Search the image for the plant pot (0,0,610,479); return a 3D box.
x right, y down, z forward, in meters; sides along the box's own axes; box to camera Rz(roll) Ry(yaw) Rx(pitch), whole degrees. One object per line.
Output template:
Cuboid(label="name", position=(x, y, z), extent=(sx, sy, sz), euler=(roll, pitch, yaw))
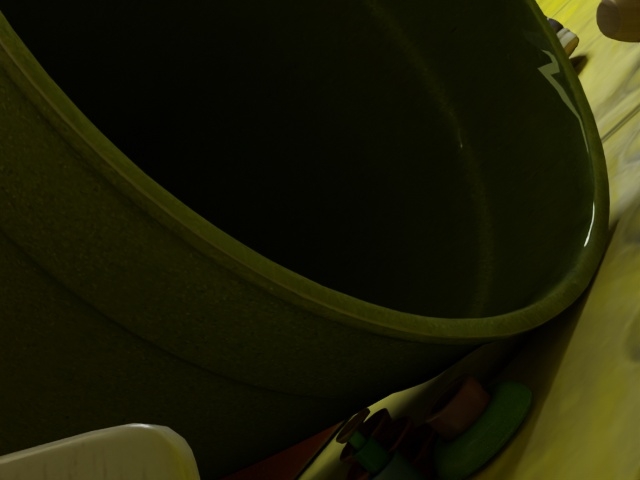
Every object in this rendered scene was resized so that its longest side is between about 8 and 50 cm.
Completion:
Cuboid(label="plant pot", position=(-0.113, -0.018, 0.763), extent=(0.353, 0.366, 0.366), euler=(-43, 7, 35))

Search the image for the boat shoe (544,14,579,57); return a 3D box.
Cuboid(label="boat shoe", position=(0.129, -0.146, 1.266), extent=(0.103, 0.092, 0.285), euler=(-46, 6, -5))

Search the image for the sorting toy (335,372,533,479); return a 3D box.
Cuboid(label="sorting toy", position=(0.037, 0.080, 0.619), extent=(0.102, 0.042, 0.061), euler=(-40, 8, 43))

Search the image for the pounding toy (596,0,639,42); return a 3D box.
Cuboid(label="pounding toy", position=(0.217, -0.252, 0.990), extent=(0.154, 0.269, 0.155), euler=(-2, -20, -31))

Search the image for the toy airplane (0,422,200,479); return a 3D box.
Cuboid(label="toy airplane", position=(-0.194, 0.168, 0.441), extent=(0.384, 0.386, 0.272), euler=(0, 80, 56))

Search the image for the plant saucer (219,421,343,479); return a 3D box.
Cuboid(label="plant saucer", position=(-0.059, 0.127, 0.952), extent=(0.259, 0.048, 0.258), euler=(-47, 6, -17))
